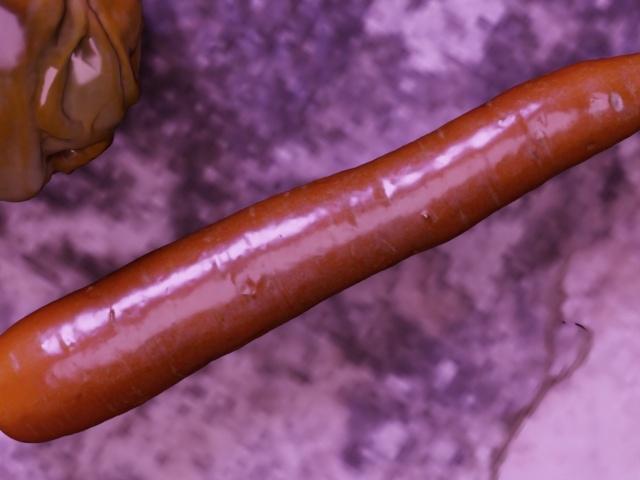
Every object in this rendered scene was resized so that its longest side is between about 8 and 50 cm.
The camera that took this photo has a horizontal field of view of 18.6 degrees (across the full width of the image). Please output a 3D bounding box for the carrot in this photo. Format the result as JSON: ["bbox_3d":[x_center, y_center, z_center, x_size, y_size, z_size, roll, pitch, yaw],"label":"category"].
[{"bbox_3d":[0.000,0.000,0.614,0.248,0.043,0.043,-27,91,4],"label":"carrot"}]

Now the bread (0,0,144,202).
[{"bbox_3d":[-0.179,-0.095,0.599,0.269,0.098,0.087,24,137,3],"label":"bread"}]
